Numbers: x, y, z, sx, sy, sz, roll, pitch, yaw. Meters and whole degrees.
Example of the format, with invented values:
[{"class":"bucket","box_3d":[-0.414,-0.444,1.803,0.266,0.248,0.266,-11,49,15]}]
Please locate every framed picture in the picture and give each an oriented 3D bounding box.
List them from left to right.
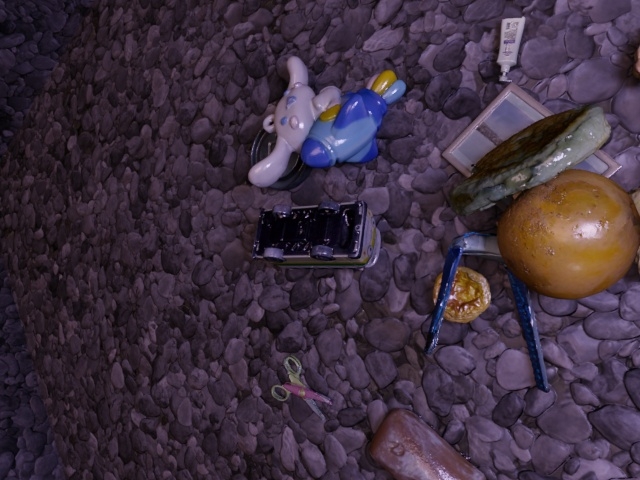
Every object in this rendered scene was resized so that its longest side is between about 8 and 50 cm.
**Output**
[{"class":"framed picture","box_3d":[0.435,-0.172,0.929,0.213,0.016,0.289,-47,64,20]}]

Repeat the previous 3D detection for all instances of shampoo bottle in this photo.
[{"class":"shampoo bottle","box_3d":[0.413,-0.417,0.953,0.049,0.034,0.141,11,92,25]}]

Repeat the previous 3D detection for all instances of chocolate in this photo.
[{"class":"chocolate","box_3d":[0.224,0.507,0.968,0.261,0.083,0.161,33,105,29]}]

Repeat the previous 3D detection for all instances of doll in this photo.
[{"class":"doll","box_3d":[0.013,-0.305,1.085,0.366,0.187,0.375,7,90,23]}]

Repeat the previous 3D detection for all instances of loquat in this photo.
[{"class":"loquat","box_3d":[0.441,-0.012,0.777,0.235,0.235,0.234,-3,85,32]}]

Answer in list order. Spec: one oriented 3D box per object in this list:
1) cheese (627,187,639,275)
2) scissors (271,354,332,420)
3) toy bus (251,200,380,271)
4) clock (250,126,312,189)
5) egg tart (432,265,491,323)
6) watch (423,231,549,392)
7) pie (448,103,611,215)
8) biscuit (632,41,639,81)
[{"class":"cheese","box_3d":[0.614,-0.016,0.759,0.123,0.094,0.167,-12,80,29]},{"class":"scissors","box_3d":[-0.049,0.412,1.182,0.187,0.020,0.133,28,96,32]},{"class":"toy bus","box_3d":[0.000,0.000,1.091,0.306,0.179,0.143,-3,69,32]},{"class":"clock","box_3d":[-0.109,-0.250,1.261,0.215,0.042,0.214,-3,85,32]},{"class":"egg tart","box_3d":[0.313,0.122,0.961,0.131,0.052,0.130,-4,83,31]},{"class":"watch","box_3d":[0.364,0.134,0.876,0.277,0.068,0.274,20,73,-9]},{"class":"pie","box_3d":[0.378,-0.151,0.803,0.303,0.302,0.067,-34,98,25]},{"class":"biscuit","box_3d":[0.661,-0.358,0.779,0.183,0.061,0.118,-22,73,27]}]
